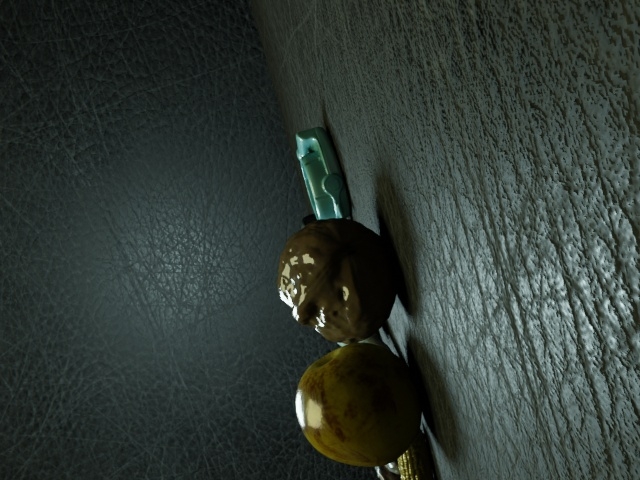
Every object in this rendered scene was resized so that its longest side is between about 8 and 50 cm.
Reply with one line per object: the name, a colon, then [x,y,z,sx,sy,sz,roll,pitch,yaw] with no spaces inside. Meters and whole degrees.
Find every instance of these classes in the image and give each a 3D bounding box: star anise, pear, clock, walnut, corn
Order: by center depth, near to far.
walnut: [0.034,0.082,1.364,0.273,0.273,0.227,79,-154,-54]
pear: [0.088,0.362,1.459,0.281,0.280,0.281,164,90,-86]
corn: [0.233,0.572,1.595,0.086,0.086,0.288,-117,13,-70]
clock: [0.009,-0.150,1.786,0.224,0.094,0.274,80,174,-66]
star anise: [0.190,0.596,1.884,0.359,0.139,0.316,86,177,-55]

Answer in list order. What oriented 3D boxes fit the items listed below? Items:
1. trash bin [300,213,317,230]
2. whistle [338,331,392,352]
trash bin: [0.000,0.000,2.146,0.175,0.175,0.161,-114,19,-64]
whistle: [0.113,0.247,1.729,0.133,0.142,0.346,43,-179,-31]
